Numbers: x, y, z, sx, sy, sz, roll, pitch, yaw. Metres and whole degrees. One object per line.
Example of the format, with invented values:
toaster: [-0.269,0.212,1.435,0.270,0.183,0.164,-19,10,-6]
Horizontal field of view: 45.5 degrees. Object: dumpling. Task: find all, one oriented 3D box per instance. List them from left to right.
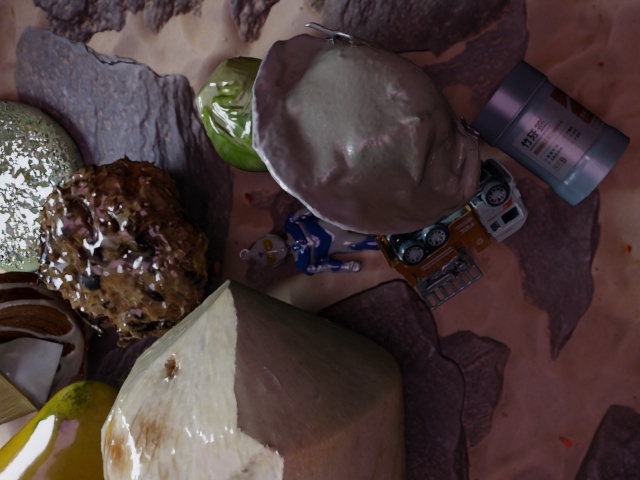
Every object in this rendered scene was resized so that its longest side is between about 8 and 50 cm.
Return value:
dumpling: [0.046,-0.118,0.894,0.293,0.163,0.204,36,92,5]

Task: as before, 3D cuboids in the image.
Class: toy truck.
toy truck: [0.170,-0.009,0.935,0.178,0.080,0.115,-36,121,9]

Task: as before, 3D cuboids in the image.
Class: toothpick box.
toothpick box: [0.263,-0.125,0.885,0.153,0.101,0.101,37,108,5]

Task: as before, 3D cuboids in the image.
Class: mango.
mango: [-0.366,0.332,1.095,0.317,0.211,0.173,-54,45,17]

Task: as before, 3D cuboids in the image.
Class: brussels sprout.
brussels sprout: [-0.081,-0.161,0.967,0.155,0.117,0.155,0,114,0]

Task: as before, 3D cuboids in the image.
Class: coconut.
coconut: [-0.087,0.245,0.927,0.416,0.344,0.415,3,105,13]

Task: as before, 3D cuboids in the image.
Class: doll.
doll: [0.000,0.000,1.007,0.228,0.057,0.113,-17,101,14]

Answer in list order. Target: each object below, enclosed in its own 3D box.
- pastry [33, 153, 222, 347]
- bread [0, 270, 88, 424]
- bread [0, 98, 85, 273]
pastry: [-0.251,0.006,1.025,0.275,0.192,0.274,7,127,9]
bread: [-0.447,0.146,1.085,0.212,0.142,0.224,-37,131,-12]
bread: [-0.463,-0.076,1.132,0.267,0.040,0.266,3,101,15]
